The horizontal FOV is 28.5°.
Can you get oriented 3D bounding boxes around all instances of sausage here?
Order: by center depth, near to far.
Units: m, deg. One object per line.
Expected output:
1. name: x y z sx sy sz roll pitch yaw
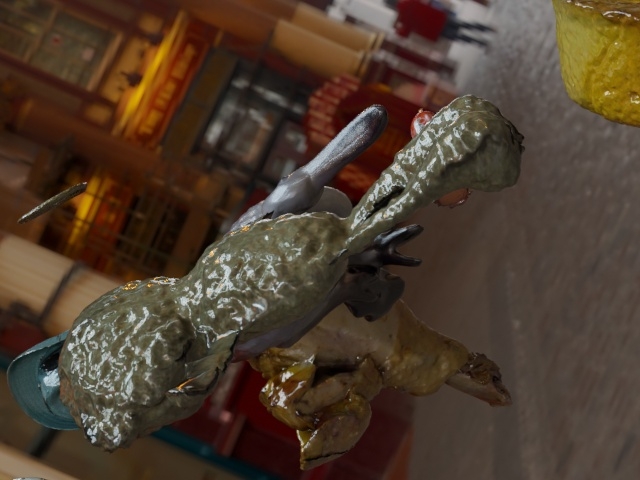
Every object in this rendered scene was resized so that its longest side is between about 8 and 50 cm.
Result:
1. sausage: 0.135 -0.104 1.466 0.050 0.048 0.145 71 -177 -51

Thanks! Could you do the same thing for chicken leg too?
1. chicken leg: 0.049 0.167 1.574 0.182 0.409 0.295 128 158 -48

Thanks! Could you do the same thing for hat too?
1. hat: -0.288 0.173 1.550 0.078 0.191 0.138 -119 9 -61

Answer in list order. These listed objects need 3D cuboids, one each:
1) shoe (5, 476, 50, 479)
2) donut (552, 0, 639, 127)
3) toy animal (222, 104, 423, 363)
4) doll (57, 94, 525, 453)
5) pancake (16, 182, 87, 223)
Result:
1. shoe: -0.336 0.293 1.340 0.064 0.143 0.071 62 -157 -62
2. donut: 0.245 -0.129 0.866 0.259 0.152 0.101 29 121 47
3. toy animal: -0.020 0.010 0.925 0.195 0.090 0.324 -38 -19 -2
4. doll: -0.026 0.016 0.713 0.286 0.091 0.202 -45 30 -5
5. pancake: -0.381 -0.052 1.792 0.115 0.011 0.115 -29 3 2
